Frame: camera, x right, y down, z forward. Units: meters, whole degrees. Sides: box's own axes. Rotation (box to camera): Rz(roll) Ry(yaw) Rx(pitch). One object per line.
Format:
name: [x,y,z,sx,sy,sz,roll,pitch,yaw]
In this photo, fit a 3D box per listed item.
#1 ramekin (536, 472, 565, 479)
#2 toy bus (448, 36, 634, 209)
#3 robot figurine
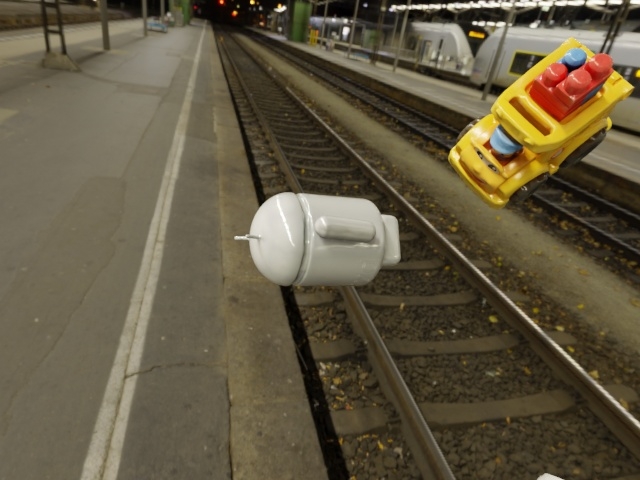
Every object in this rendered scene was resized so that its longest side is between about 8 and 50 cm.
ramekin: [0.572,0.604,0.847,0.273,0.272,0.127,19,72,18]
toy bus: [0.307,-0.169,0.575,0.149,0.220,0.211,54,7,16]
robot figurine: [0.000,0.000,0.887,0.354,0.199,0.300,2,-15,-21]
